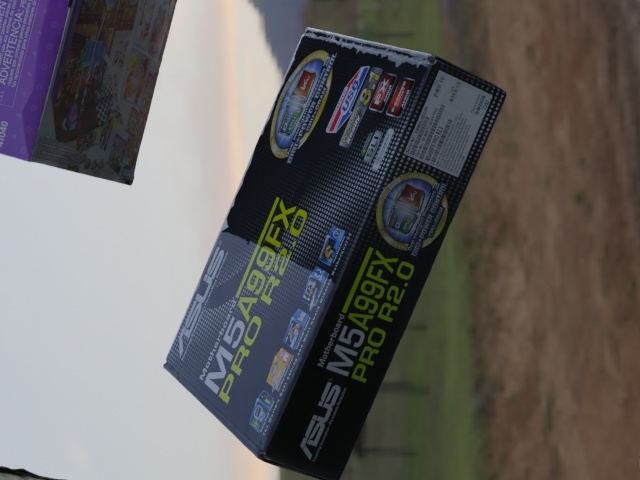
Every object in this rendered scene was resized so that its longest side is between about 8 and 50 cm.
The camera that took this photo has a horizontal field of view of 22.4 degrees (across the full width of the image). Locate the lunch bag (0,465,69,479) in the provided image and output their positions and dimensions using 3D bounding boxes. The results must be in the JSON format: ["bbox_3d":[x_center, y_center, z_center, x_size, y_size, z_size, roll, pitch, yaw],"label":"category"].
[{"bbox_3d":[-0.343,0.387,1.771,0.235,0.169,0.287,18,-115,-42],"label":"lunch bag"}]

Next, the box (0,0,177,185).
[{"bbox_3d":[-0.169,-0.149,1.165,0.293,0.057,0.201,15,-90,-84],"label":"box"}]

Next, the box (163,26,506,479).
[{"bbox_3d":[0.000,0.000,1.075,0.270,0.060,0.216,-66,25,3],"label":"box"}]
